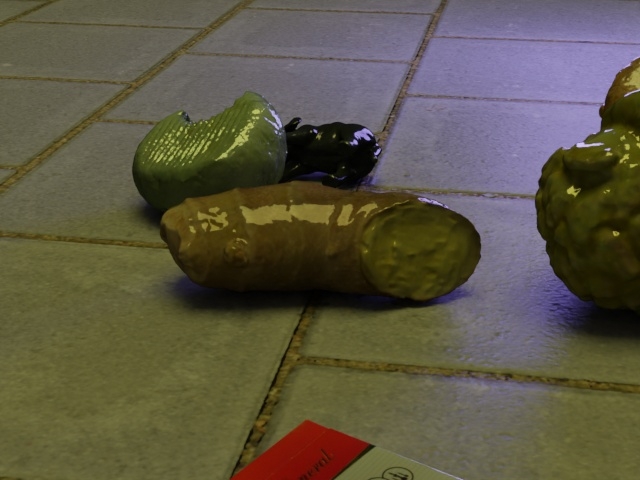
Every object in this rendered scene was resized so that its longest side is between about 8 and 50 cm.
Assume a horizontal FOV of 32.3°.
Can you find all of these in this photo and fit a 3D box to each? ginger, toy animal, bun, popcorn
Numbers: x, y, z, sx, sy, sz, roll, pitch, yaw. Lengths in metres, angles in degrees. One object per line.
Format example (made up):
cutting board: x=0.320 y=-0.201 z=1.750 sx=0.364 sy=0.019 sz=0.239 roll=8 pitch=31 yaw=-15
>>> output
ginger: x=0.000 y=0.000 z=1.223 sx=0.354 sy=0.126 sz=0.190 roll=6 pitch=13 yaw=8
toy animal: x=-0.035 y=-0.127 z=1.577 sx=0.270 sy=0.082 sz=0.137 roll=8 pitch=21 yaw=29
bun: x=-0.136 y=-0.100 z=1.450 sx=0.212 sy=0.126 sz=0.204 roll=15 pitch=53 yaw=45
popcorn: x=0.340 y=-0.043 z=1.172 sx=0.259 sy=0.259 sz=0.212 roll=-9 pitch=2 yaw=-20

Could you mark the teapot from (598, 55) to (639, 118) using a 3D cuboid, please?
teapot: x=0.524 y=-0.164 z=1.570 sx=0.311 sy=0.167 sz=0.203 roll=26 pitch=68 yaw=44

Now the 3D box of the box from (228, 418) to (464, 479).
box: x=0.050 y=0.211 z=0.820 sx=0.245 sy=0.035 sz=0.139 roll=14 pitch=27 yaw=31
